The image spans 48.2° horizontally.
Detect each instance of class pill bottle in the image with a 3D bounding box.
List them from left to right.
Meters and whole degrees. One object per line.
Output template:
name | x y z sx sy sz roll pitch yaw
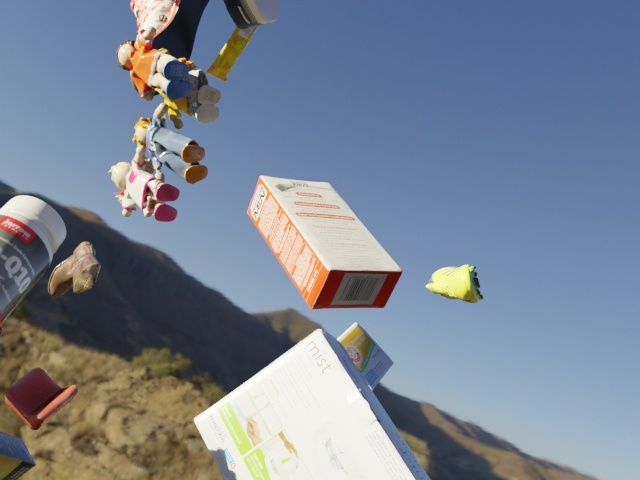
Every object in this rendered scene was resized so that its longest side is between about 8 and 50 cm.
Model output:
pill bottle | -0.627 0.044 1.388 0.161 0.283 0.161 9 -50 11

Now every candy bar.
candy bar | -0.150 -0.355 1.287 0.040 0.161 0.018 29 30 -19

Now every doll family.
doll family | -0.208 -0.156 0.971 0.118 0.263 0.163 -10 30 -40

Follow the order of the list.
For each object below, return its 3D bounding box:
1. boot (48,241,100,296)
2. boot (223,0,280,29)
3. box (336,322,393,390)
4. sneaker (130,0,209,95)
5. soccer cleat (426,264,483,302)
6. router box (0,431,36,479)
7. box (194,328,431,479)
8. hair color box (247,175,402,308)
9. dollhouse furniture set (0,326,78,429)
boot | -0.367 0.061 1.066 0.037 0.106 0.114 31 6 -32
boot | -0.140 -0.432 1.149 0.086 0.069 0.190 3 -58 47
box | 0.016 0.260 1.291 0.103 0.203 0.114 47 29 6
sneaker | -0.303 -0.390 1.323 0.145 0.270 0.090 14 -11 41
soccer cleat | 0.320 0.111 1.732 0.121 0.093 0.289 -11 -2 4
router box | -0.788 0.518 1.479 0.081 0.309 0.243 48 -11 22
box | -0.009 0.300 1.002 0.262 0.231 0.127 54 2 27
hair color box | 0.000 0.000 0.747 0.093 0.053 0.167 3 35 -34
dollhouse furniture set | -0.371 0.262 0.786 0.201 0.374 0.152 18 -40 -21
